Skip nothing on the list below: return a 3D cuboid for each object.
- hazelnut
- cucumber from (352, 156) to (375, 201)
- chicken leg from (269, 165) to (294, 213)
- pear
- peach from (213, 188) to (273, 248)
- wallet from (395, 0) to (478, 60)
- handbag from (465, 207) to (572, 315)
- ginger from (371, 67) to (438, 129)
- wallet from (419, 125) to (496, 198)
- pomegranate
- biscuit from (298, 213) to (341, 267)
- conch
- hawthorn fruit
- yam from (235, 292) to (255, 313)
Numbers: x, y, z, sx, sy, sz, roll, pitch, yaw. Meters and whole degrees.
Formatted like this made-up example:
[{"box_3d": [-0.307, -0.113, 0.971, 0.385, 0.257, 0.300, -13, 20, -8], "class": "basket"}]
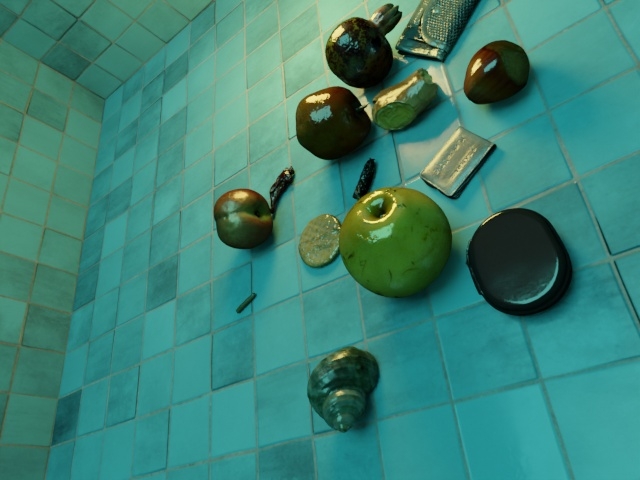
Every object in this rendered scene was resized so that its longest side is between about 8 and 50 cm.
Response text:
[{"box_3d": [0.550, -0.515, 1.600, 0.186, 0.210, 0.210, 10, 76, 20], "class": "hazelnut"}, {"box_3d": [0.163, -0.218, 1.876, 0.053, 0.053, 0.181, 11, 75, 44], "class": "cucumber"}, {"box_3d": [-0.176, -0.221, 2.176, 0.089, 0.048, 0.219, 37, 96, 48], "class": "chicken leg"}, {"box_3d": [0.220, 0.002, 1.536, 0.348, 0.348, 0.348, -19, 58, 34], "class": "pear"}, {"box_3d": [-0.322, -0.085, 2.106, 0.252, 0.252, 0.252, -19, 58, 34], "class": "peach"}, {"box_3d": [0.445, -0.842, 1.913, 0.237, 0.075, 0.342, 32, 92, 42], "class": "wallet"}, {"box_3d": [0.530, 0.058, 1.388, 0.254, 0.093, 0.308, -33, 51, 27], "class": "handbag"}, {"box_3d": [0.303, -0.518, 1.847, 0.276, 0.130, 0.221, -1, 59, 42], "class": "ginger"}, {"box_3d": [0.438, -0.251, 1.656, 0.222, 0.036, 0.167, -52, 45, 9], "class": "wallet"}, {"box_3d": [0.182, -0.757, 1.965, 0.340, 0.285, 0.285, -48, 46, 16], "class": "pomegranate"}, {"box_3d": [-0.001, 0.000, 1.926, 0.220, 0.033, 0.220, -20, 57, 35], "class": "biscuit"}, {"box_3d": [0.066, 0.460, 1.563, 0.220, 0.195, 0.277, -5, 36, 10], "class": "conch"}, {"box_3d": [0.061, -0.447, 1.939, 0.301, 0.268, 0.267, -11, 63, 35], "class": "hawthorn fruit"}, {"box_3d": [-0.303, 0.253, 2.079, 0.116, 0.021, 0.021, -46, 47, 18], "class": "yam"}]
